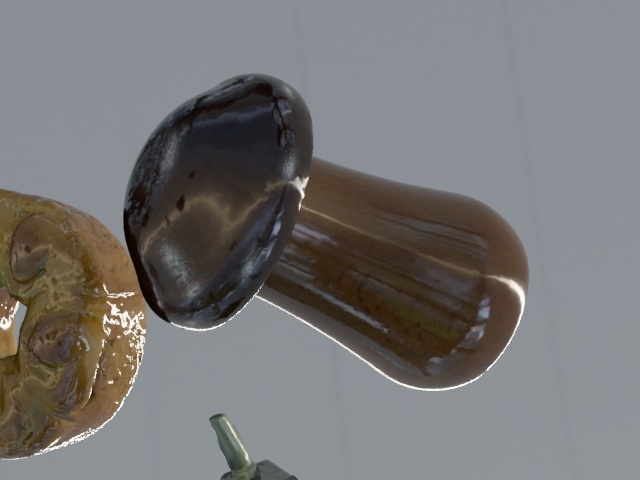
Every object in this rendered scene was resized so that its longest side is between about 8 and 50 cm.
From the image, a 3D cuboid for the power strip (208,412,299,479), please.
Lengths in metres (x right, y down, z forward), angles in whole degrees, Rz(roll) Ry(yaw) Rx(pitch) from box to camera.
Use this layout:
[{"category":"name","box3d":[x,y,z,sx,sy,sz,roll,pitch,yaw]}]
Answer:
[{"category":"power strip","box3d":[-0.019,0.255,1.388,0.288,0.053,0.093,71,-15,-11]}]

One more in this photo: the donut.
[{"category":"donut","box3d":[-0.249,0.069,1.564,0.226,0.114,0.226,-1,-93,29]}]

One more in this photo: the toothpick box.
[{"category":"toothpick box","box3d":[0.000,0.000,1.402,0.192,0.294,0.192,-39,-140,42]}]
